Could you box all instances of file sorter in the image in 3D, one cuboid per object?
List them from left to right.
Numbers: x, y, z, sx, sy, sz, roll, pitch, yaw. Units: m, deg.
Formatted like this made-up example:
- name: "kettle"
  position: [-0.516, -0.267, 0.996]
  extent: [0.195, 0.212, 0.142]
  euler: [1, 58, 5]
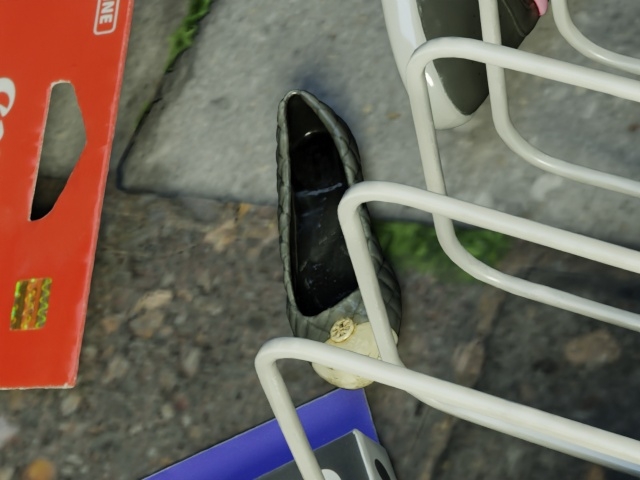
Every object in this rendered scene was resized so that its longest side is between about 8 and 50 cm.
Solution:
- name: "file sorter"
  position: [0.119, -0.010, 0.717]
  extent: [0.173, 0.193, 0.278]
  euler: [17, 64, 20]

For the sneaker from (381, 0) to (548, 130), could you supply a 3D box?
- name: "sneaker"
  position: [0.126, -0.184, 0.930]
  extent: [0.146, 0.104, 0.296]
  euler: [-5, 49, 31]

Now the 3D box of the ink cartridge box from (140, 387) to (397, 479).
- name: "ink cartridge box"
  position: [-0.054, 0.168, 0.801]
  extent: [0.206, 0.045, 0.208]
  euler: [-26, 46, 8]

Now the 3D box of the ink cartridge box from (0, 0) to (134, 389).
- name: "ink cartridge box"
  position: [-0.225, -0.049, 1.004]
  extent: [0.238, 0.060, 0.275]
  euler: [-6, 67, 29]

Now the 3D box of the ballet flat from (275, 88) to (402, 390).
- name: "ballet flat"
  position: [0.000, 0.000, 0.896]
  extent: [0.057, 0.049, 0.173]
  euler: [-24, 47, 12]
